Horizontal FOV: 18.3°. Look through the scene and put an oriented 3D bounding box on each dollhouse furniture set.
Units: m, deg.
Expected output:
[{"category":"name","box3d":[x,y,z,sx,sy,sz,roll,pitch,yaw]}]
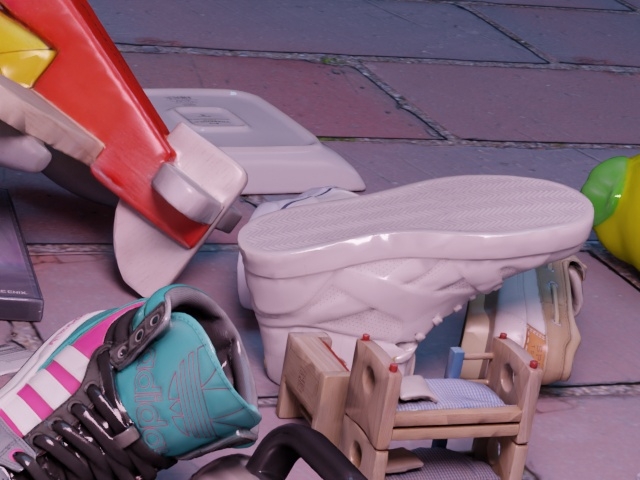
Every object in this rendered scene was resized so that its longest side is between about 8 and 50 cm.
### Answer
[{"category":"dollhouse furniture set","box3d":[0.065,0.116,1.541,0.129,0.129,0.183,0,22,-24]}]

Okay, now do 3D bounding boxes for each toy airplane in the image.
[{"category":"toy airplane","box3d":[-0.249,-0.105,1.819,0.272,0.386,0.384,-32,37,4]}]

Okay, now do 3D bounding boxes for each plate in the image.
[{"category":"plate","box3d":[-0.127,-0.118,2.208,0.277,0.045,0.278,-3,23,-29]}]

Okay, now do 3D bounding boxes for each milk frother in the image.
[{"category":"milk frother","box3d":[-0.002,0.210,1.340,0.135,0.129,0.143,36,-10,50]}]

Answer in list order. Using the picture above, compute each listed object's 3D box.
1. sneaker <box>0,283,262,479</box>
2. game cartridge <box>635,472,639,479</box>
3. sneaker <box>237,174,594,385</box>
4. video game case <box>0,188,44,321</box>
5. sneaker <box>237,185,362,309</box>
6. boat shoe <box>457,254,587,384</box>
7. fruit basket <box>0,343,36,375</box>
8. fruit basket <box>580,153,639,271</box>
[{"category":"sneaker","box3d":[-0.132,0.128,1.302,0.178,0.124,0.295,-21,23,34]},{"category":"game cartridge","box3d":[0.302,0.199,1.592,0.083,0.017,0.056,23,28,32]},{"category":"sneaker","box3d":[0.086,0.046,1.667,0.293,0.169,0.108,-7,29,1]},{"category":"video game case","box3d":[-0.366,0.002,1.801,0.196,0.026,0.274,5,22,-17]},{"category":"sneaker","box3d":[0.000,0.000,1.854,0.091,0.094,0.258,3,19,21]},{"category":"boat shoe","box3d":[0.190,0.048,1.825,0.103,0.113,0.302,12,31,4]},{"category":"fruit basket","box3d":[-0.420,0.086,1.427,0.327,0.165,0.353,0,0,-45]},{"category":"fruit basket","box3d":[0.449,-0.030,1.961,0.392,0.283,0.392,20,29,-12]}]
